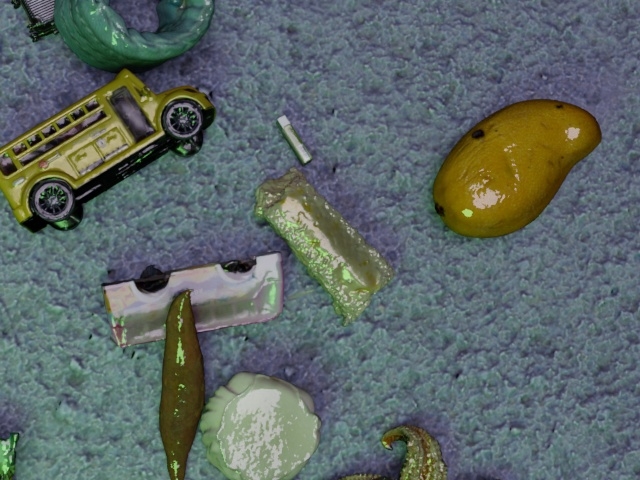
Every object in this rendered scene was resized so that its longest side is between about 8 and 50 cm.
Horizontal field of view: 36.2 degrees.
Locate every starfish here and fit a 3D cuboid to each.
[{"bbox_3d":[0.141,0.443,1.492,0.312,0.113,0.303,39,77,7],"label":"starfish"}]

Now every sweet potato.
[{"bbox_3d":[-0.200,0.212,1.451,0.072,0.066,0.314,-4,113,-31],"label":"sweet potato"}]

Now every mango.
[{"bbox_3d":[0.308,-0.119,1.573,0.295,0.120,0.177,-37,82,-12],"label":"mango"}]

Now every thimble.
[{"bbox_3d":[-0.271,-0.360,1.468,0.235,0.143,0.198,-31,105,-32],"label":"thimble"}]

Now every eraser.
[{"bbox_3d":[-0.042,-0.159,1.562,0.019,0.038,0.083,-33,89,-6],"label":"eraser"}]

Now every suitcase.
[{"bbox_3d":[-0.409,-0.374,1.522,0.126,0.059,0.086,-28,89,-13],"label":"suitcase"}]

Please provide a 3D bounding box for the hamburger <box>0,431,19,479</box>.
[{"bbox_3d":[-0.523,0.347,1.393,0.214,0.125,0.235,40,83,-9],"label":"hamburger"}]

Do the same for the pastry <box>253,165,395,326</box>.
[{"bbox_3d":[0.006,-0.002,1.532,0.121,0.089,0.258,-39,94,-23],"label":"pastry"}]

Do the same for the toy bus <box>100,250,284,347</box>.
[{"bbox_3d":[-0.188,0.083,1.488,0.273,0.090,0.112,-10,92,-10],"label":"toy bus"}]

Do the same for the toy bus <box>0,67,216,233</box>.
[{"bbox_3d":[-0.321,-0.145,1.465,0.331,0.145,0.151,-34,87,-10],"label":"toy bus"}]

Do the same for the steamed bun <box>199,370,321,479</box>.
[{"bbox_3d":[-0.092,0.284,1.472,0.182,0.106,0.183,0,88,-11],"label":"steamed bun"}]
